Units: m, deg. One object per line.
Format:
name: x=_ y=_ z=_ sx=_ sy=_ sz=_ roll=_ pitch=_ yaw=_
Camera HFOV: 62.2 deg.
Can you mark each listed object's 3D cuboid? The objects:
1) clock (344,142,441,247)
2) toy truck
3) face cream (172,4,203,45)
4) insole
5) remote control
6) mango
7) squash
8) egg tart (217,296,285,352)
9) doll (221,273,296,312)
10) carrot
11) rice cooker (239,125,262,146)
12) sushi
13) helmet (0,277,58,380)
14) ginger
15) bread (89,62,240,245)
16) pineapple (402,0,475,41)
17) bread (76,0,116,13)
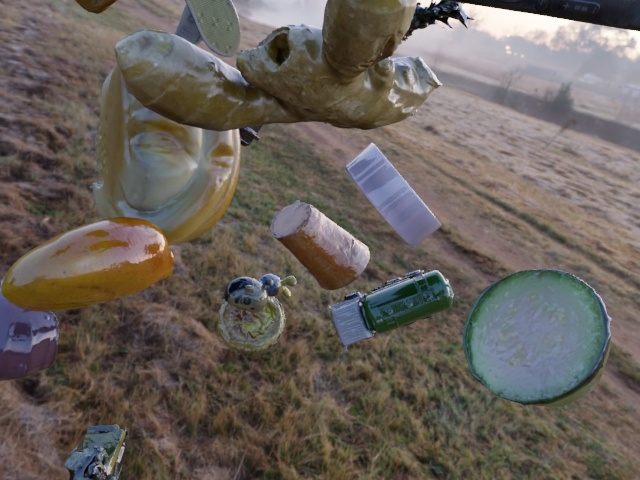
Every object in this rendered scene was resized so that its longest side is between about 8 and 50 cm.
clock: x=0.131 y=-0.082 z=0.961 sx=0.197 sy=0.068 sz=0.197 roll=48 pitch=11 yaw=-12
toy truck: x=0.140 y=0.132 z=1.053 sx=0.242 sy=0.101 sz=0.125 roll=-21 pitch=-2 yaw=6
face cream: x=-0.366 y=-0.657 z=1.588 sx=0.114 sy=0.224 sz=0.070 roll=26 pitch=50 yaw=-34
insole: x=-0.219 y=-0.462 z=1.014 sx=0.007 sy=0.109 sz=0.322 roll=24 pitch=-12 yaw=19
remote control: x=0.341 y=-0.349 z=0.706 sx=0.377 sy=0.107 sz=0.044 roll=11 pitch=34 yaw=4
mango: x=-0.354 y=0.038 z=0.817 sx=0.252 sy=0.126 sz=0.154 roll=-19 pitch=4 yaw=-43
squash: x=0.269 y=0.129 z=0.652 sx=0.170 sy=0.170 sz=0.123 roll=42 pitch=-1 yaw=45
egg tart: x=-0.237 y=0.279 z=1.845 sx=0.241 sy=0.106 sz=0.241 roll=0 pitch=63 yaw=1
doll: x=-0.137 y=0.119 z=1.202 sx=0.179 sy=0.102 sz=0.089 roll=-4 pitch=50 yaw=-28
carrot: x=0.000 y=0.000 z=1.545 sx=0.254 sy=0.196 sz=0.196 roll=48 pitch=5 yaw=-32
rice cooker: x=-0.212 y=-0.303 z=1.334 sx=0.165 sy=0.106 sz=0.112 roll=29 pitch=0 yaw=42
sushi: x=-0.553 y=0.563 z=1.223 sx=0.139 sy=0.131 sz=0.291 roll=0 pitch=43 yaw=6
helmet: x=-0.952 y=0.276 z=1.569 sx=0.338 sy=0.271 sz=0.197 roll=36 pitch=26 yaw=13
ginger: x=-0.022 y=-0.197 z=0.680 sx=0.363 sy=0.122 sz=0.348 roll=-17 pitch=-15 yaw=22
bread: x=-0.339 y=-0.199 z=1.097 sx=0.329 sy=0.424 sz=0.245 roll=3 pitch=0 yaw=1
pineapple: x=0.242 y=-0.557 z=1.300 sx=0.277 sy=0.119 sz=0.130 roll=8 pitch=-29 yaw=47
bread: x=-0.282 y=-0.442 z=0.777 sx=0.139 sy=0.271 sz=0.077 roll=46 pitch=38 yaw=-38
